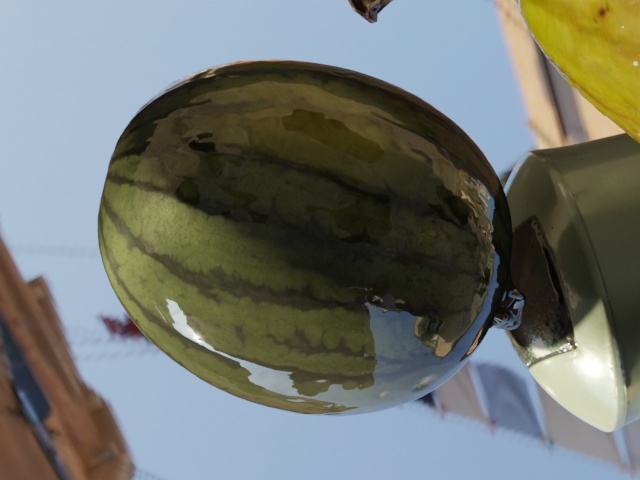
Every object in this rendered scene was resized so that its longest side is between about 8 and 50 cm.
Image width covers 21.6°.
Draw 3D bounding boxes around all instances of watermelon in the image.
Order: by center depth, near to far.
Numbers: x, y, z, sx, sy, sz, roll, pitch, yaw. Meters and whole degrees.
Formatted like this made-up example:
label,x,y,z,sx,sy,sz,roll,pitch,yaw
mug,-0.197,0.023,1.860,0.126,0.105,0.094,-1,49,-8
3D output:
label,x,y,z,sx,sy,sz,roll,pitch,yaw
watermelon,0.000,0.000,1.349,0.359,0.279,0.279,16,-138,0

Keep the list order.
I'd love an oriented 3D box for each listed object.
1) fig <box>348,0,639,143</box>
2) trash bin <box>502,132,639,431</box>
label,x,y,z,sx,sy,sz,roll,pitch,yaw
fig,0.151,-0.143,0.864,0.321,0.217,0.217,7,-136,26
trash bin,0.379,0.008,1.614,0.432,0.280,0.280,-16,-145,-4
